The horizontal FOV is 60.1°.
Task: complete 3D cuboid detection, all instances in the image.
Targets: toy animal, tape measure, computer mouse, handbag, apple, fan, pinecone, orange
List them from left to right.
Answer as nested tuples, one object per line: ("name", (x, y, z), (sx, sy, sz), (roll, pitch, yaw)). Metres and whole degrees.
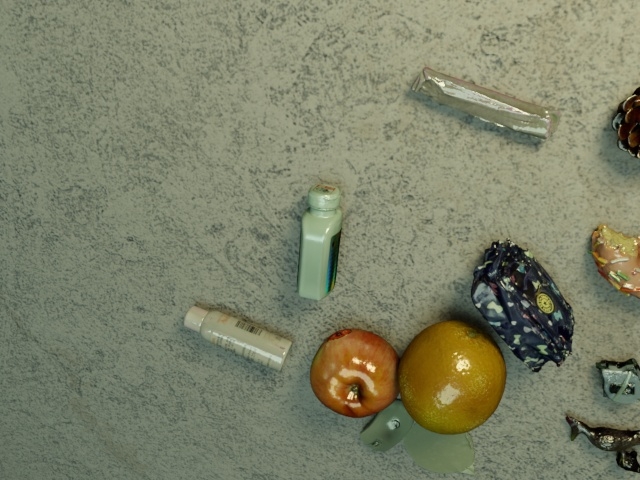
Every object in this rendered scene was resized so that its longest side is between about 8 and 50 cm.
("apple", (0.079, 0.300, 1.247), (0.210, 0.164, 0.209), (5, 115, 12))
("computer mouse", (0.160, 0.469, 1.369), (0.089, 0.056, 0.181), (35, 120, 3))
("orange", (0.272, 0.285, 1.152), (0.236, 0.236, 0.236), (7, 117, 14))
("fan", (0.351, 0.551, 1.373), (0.310, 0.010, 0.182), (37, 120, 1))
("handbag", (0.398, 0.123, 1.072), (0.260, 0.162, 0.113), (49, 132, -9))
("toy animal", (0.633, 0.436, 1.213), (0.202, 0.070, 0.105), (25, 109, 10))
("tape measure", (0.624, 0.289, 1.139), (0.091, 0.054, 0.094), (-15, 108, 29))
("pinecone", (0.550, -0.191, 0.892), (0.140, 0.121, 0.140), (4, 108, 13))

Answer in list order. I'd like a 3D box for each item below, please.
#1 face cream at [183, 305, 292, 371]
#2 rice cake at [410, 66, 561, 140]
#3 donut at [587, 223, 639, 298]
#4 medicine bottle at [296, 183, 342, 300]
("face cream", (-0.205, 0.233, 1.349), (0.269, 0.082, 0.082), (22, 119, 5))
("rice cake", (0.294, -0.245, 0.984), (0.270, 0.049, 0.055), (21, 141, 7))
("donut", (0.625, 0.027, 0.995), (0.233, 0.085, 0.199), (-33, 103, 29))
("medicine bottle", (0.000, 0.000, 1.150), (0.083, 0.121, 0.228), (12, 118, 12))
